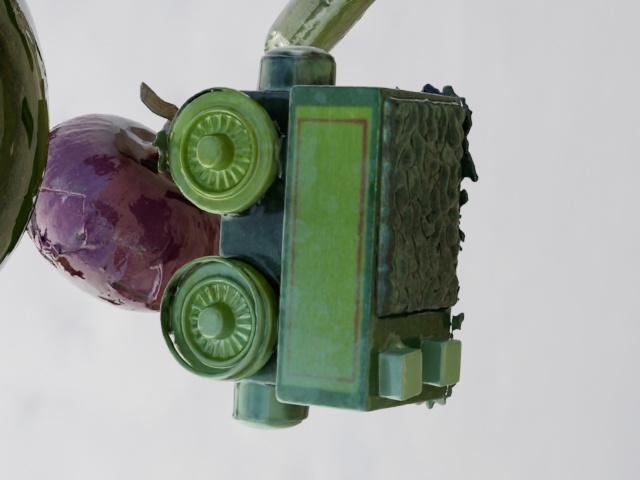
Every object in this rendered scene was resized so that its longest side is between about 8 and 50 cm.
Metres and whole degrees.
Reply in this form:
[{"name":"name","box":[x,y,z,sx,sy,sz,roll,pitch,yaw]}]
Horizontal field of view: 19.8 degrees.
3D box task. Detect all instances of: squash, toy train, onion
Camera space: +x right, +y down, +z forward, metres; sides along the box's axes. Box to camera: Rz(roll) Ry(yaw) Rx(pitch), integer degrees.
[{"name":"squash","box":[0.014,-0.247,1.874,0.239,0.069,0.069,-45,17,44]},{"name":"toy train","box":[0.000,0.000,1.280,0.159,0.188,0.272,0,-86,-60]},{"name":"onion","box":[-0.153,-0.024,1.462,0.177,0.153,0.177,60,-179,-2]}]

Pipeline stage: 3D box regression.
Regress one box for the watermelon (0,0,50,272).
[{"name":"watermelon","box":[-0.238,-0.060,0.825,0.242,0.242,0.242,9,-90,-77]}]
